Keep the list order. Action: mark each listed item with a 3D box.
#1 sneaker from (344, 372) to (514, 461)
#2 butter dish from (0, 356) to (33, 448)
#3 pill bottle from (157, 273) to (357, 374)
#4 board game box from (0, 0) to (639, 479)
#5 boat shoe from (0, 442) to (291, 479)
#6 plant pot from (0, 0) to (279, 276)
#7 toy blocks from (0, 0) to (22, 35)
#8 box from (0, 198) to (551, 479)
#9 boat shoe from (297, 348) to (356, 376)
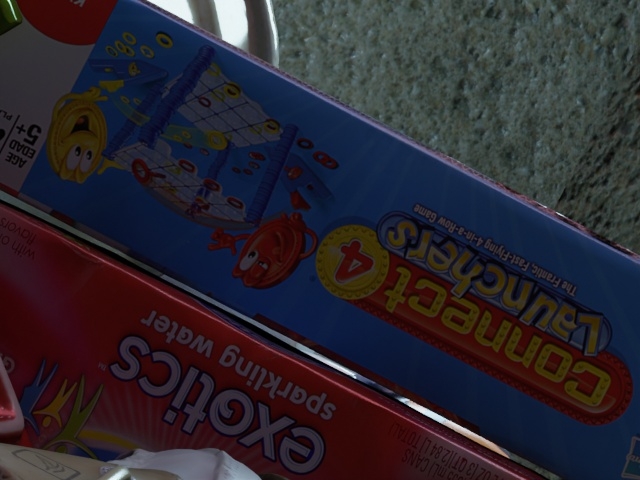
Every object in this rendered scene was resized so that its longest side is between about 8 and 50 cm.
[{"bbox_3d":[0.007,0.140,0.918,0.321,0.125,0.180,14,12,-37],"label":"sneaker"},{"bbox_3d":[-0.177,0.037,0.583,0.160,0.118,0.160,67,14,9],"label":"butter dish"},{"bbox_3d":[-0.025,0.085,1.462,0.169,0.169,0.301,27,-2,21],"label":"pill bottle"},{"bbox_3d":[0.000,0.000,0.826,0.302,0.086,0.308,28,-2,-3],"label":"board game box"},{"bbox_3d":[-0.066,0.088,0.414,0.103,0.113,0.302,33,0,-5],"label":"boat shoe"},{"bbox_3d":[-0.237,-0.112,1.212,0.333,0.334,0.305,27,14,17],"label":"plant pot"},{"bbox_3d":[-0.225,-0.116,0.543,0.191,0.381,0.261,65,23,-2],"label":"toy blocks"},{"bbox_3d":[-0.039,0.095,0.689,0.256,0.128,0.122,27,-2,14],"label":"box"},{"bbox_3d":[-0.069,0.109,1.248,0.277,0.098,0.096,18,1,-10],"label":"boat shoe"}]
